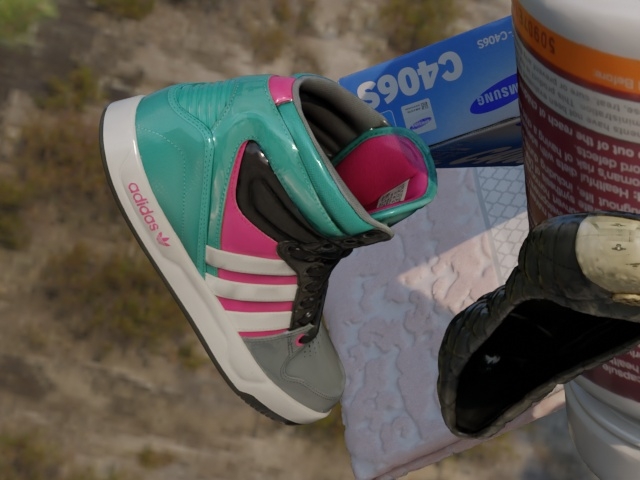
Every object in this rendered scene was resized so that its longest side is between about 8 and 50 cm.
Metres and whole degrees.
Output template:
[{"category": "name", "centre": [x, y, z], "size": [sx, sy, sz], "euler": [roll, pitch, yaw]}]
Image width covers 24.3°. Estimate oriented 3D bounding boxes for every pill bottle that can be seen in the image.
[{"category": "pill bottle", "centre": [0.238, -0.026, 0.914], "size": [0.224, 0.392, 0.224], "euler": [-6, 39, 5]}]

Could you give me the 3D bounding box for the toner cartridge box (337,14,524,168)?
[{"category": "toner cartridge box", "centre": [0.166, -0.115, 1.204], "size": [0.165, 0.075, 0.348], "euler": [-19, -5, 27]}]

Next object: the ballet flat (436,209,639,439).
[{"category": "ballet flat", "centre": [0.079, 0.029, 0.468], "size": [0.057, 0.049, 0.173], "euler": [17, -19, -5]}]

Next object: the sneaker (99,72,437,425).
[{"category": "sneaker", "centre": [0.000, 0.000, 0.984], "size": [0.178, 0.124, 0.295], "euler": [-16, -49, 17]}]

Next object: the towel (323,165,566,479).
[{"category": "towel", "centre": [0.139, 0.052, 1.529], "size": [0.317, 0.332, 0.053], "euler": [-27, -38, 24]}]
